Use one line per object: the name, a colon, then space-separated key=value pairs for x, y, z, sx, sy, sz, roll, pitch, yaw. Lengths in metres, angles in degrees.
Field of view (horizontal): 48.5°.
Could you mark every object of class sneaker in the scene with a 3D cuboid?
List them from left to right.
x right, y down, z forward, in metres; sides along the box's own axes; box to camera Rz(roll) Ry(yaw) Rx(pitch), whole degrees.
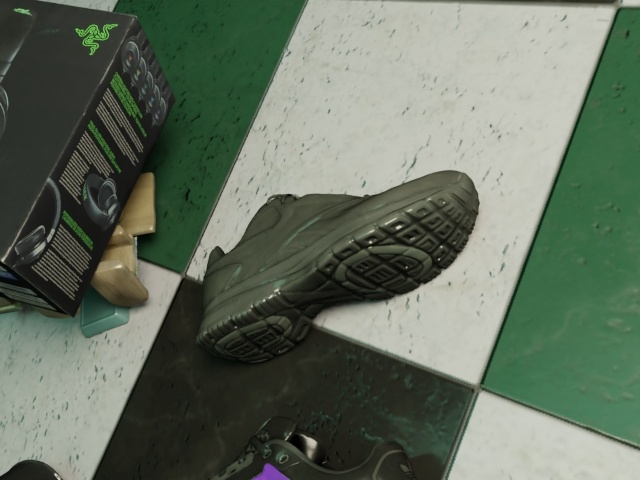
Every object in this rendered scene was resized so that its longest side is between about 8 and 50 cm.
sneaker: x=-0.051 y=0.220 z=0.573 sx=0.293 sy=0.102 sz=0.146 roll=-12 pitch=64 yaw=19
sneaker: x=0.000 y=0.000 z=0.634 sx=0.286 sy=0.109 sz=0.130 roll=-26 pitch=52 yaw=18

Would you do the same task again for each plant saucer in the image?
plant saucer: x=-0.256 y=0.015 z=0.839 sx=0.067 sy=0.018 sz=0.192 roll=-21 pitch=59 yaw=23

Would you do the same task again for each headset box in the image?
headset box: x=-0.309 y=-0.102 z=0.691 sx=0.246 sy=0.131 sz=0.283 roll=14 pitch=66 yaw=14

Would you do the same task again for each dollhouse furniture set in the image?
dollhouse furniture set: x=-0.299 y=-0.012 z=0.810 sx=0.241 sy=0.161 sz=0.212 roll=-10 pitch=62 yaw=4

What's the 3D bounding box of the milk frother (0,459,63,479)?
milk frother: x=-0.278 y=0.276 z=0.664 sx=0.143 sy=0.134 sz=0.129 roll=-35 pitch=86 yaw=18
